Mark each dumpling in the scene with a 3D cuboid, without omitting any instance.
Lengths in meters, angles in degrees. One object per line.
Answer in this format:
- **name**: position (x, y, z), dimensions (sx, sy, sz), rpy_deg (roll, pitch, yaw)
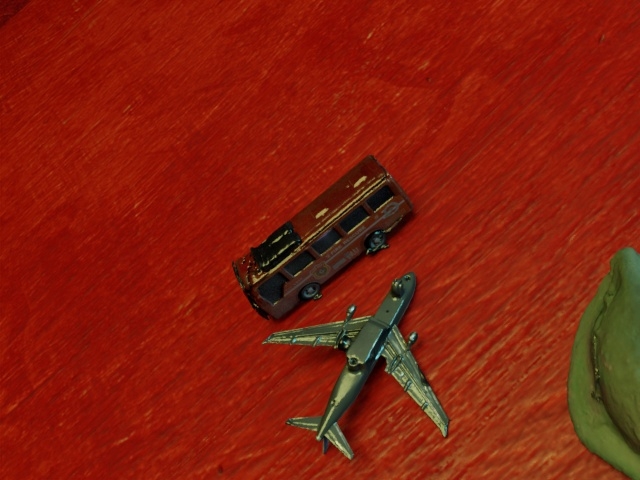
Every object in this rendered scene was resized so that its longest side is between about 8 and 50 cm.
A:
- **dumpling**: position (0.270, 0.109, 0.533), dimensions (0.149, 0.105, 0.216), rpy_deg (-25, 51, 17)

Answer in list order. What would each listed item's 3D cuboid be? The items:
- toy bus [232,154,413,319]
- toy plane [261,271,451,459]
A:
- **toy bus**: position (0.000, 0.000, 0.788), dimensions (0.235, 0.096, 0.073), rpy_deg (-37, 45, 5)
- **toy plane**: position (0.049, 0.124, 0.699), dimensions (0.226, 0.058, 0.226), rpy_deg (22, 74, 24)
